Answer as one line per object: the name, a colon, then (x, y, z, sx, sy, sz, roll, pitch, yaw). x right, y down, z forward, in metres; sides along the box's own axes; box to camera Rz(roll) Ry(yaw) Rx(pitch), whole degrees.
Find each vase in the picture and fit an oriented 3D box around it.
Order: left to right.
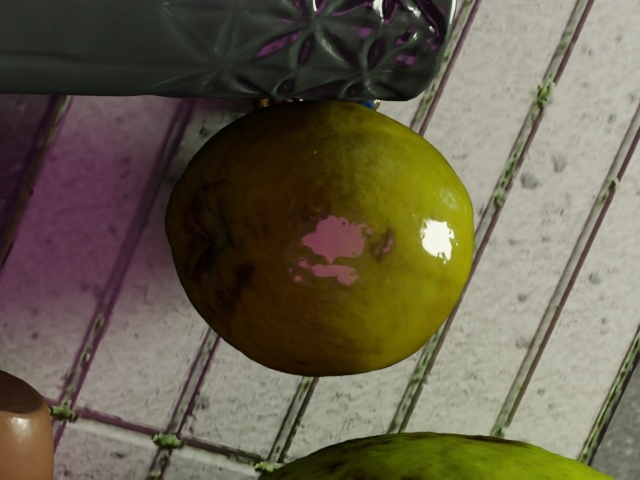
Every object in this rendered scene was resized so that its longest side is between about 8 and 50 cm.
vase: (-0.086, -0.145, 0.884, 0.300, 0.156, 0.251, 6, 113, -19)

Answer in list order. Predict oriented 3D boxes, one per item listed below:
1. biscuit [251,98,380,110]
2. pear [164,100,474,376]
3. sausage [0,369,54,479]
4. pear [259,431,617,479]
biscuit: (-0.025, -0.128, 0.995, 0.175, 0.026, 0.124, 33, 96, -26)
pear: (0.000, 0.000, 0.979, 0.162, 0.149, 0.149, 10, 105, -35)
sausage: (-0.210, 0.213, 0.996, 0.121, 0.121, 0.304, 2, 107, -20)
pear: (0.080, 0.294, 1.011, 0.391, 0.391, 0.391, -6, 110, -18)
